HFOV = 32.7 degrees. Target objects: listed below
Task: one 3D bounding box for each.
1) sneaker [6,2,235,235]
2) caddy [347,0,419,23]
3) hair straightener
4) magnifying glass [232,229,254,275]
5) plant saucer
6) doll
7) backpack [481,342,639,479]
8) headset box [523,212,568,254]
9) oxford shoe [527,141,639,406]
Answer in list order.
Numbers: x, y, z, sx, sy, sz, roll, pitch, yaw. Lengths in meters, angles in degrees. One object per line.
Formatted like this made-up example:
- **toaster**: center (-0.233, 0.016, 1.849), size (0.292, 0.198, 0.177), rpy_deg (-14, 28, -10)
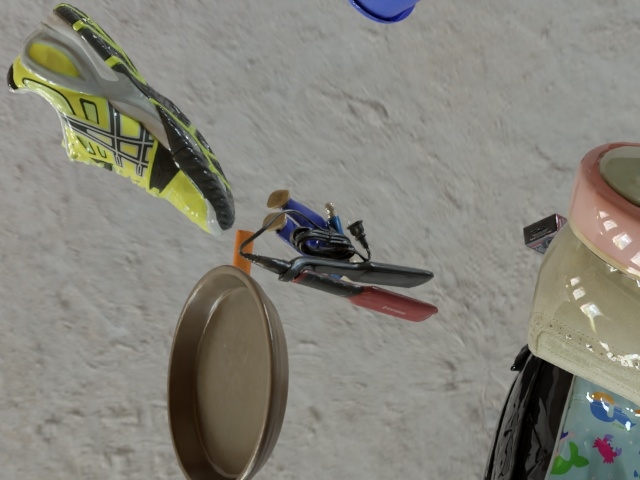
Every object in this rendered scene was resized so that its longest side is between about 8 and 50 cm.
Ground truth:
- **sneaker**: center (-0.270, -0.146, 1.529), size (0.147, 0.145, 0.384), rpy_deg (-40, 101, 7)
- **caddy**: center (0.077, -0.514, 1.742), size (0.179, 0.241, 0.341), rpy_deg (-17, 119, 41)
- **hair straightener**: center (0.020, 0.021, 1.122), size (0.230, 0.047, 0.089), rpy_deg (14, 60, -27)
- **magnifying glass**: center (-0.129, 0.099, 1.705), size (0.092, 0.026, 0.231), rpy_deg (7, 82, -15)
- **plant saucer**: center (-0.112, 0.169, 1.310), size (0.041, 0.278, 0.278), rpy_deg (6, 83, -31)
- **doll**: center (0.000, 0.000, 1.505), size (0.046, 0.189, 0.129), rpy_deg (-18, 48, 35)
- **backpack**: center (0.231, 0.192, 0.935), size (0.191, 0.225, 0.253), rpy_deg (14, 57, -1)
- **headset box**: center (0.340, -0.006, 1.585), size (0.062, 0.083, 0.032), rpy_deg (-28, 52, 41)
- **oxford shoe**: center (0.303, 0.090, 0.594), size (0.397, 0.140, 0.146), rpy_deg (31, 125, 18)
